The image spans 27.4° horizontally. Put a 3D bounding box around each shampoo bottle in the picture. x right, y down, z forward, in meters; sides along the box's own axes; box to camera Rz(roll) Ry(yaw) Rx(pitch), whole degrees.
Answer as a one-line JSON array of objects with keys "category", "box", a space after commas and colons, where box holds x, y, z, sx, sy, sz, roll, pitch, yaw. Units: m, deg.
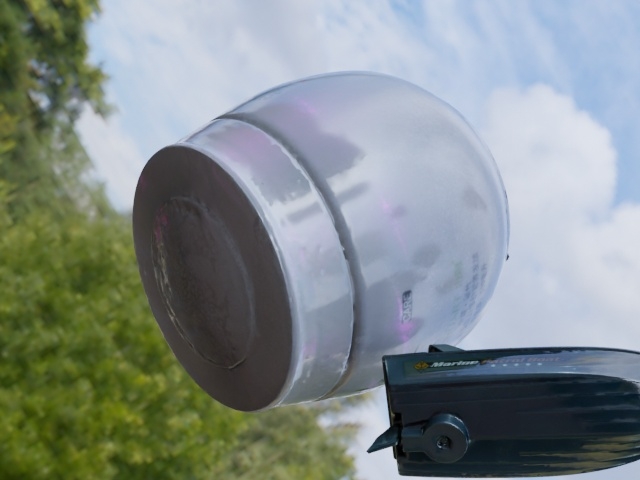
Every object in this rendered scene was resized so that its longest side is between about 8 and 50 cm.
[{"category": "shampoo bottle", "box": [0.000, 0.000, 1.116, 0.273, 0.266, 0.273, 29, -49, 41]}]

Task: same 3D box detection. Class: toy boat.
[{"category": "toy boat", "box": [0.160, 0.120, 0.956, 0.103, 0.246, 0.092, -68, 152, -66]}]
